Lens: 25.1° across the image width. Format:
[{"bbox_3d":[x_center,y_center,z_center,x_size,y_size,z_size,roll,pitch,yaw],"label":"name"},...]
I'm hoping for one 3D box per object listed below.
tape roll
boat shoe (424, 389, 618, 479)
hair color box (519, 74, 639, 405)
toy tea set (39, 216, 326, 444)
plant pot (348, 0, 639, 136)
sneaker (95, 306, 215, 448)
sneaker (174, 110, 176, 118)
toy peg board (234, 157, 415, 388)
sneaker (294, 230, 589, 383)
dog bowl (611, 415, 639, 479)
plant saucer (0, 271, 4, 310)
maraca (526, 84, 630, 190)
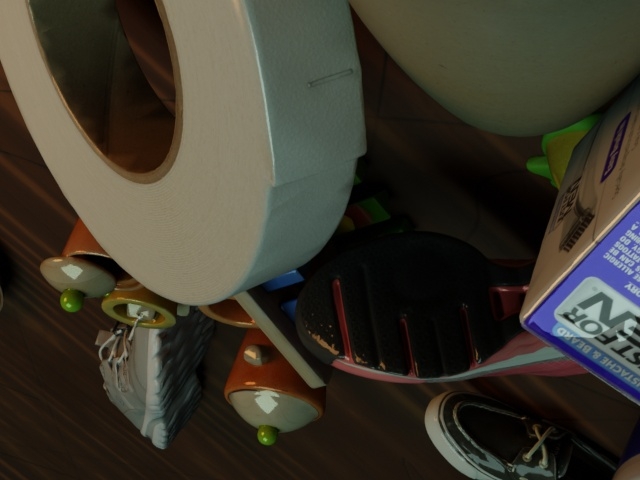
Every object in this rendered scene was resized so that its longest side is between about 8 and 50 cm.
[{"bbox_3d":[-0.116,-0.145,0.938,0.392,0.072,0.392,38,140,41],"label":"tape roll"},{"bbox_3d":[0.200,0.193,1.302,0.219,0.077,0.070,29,148,-11],"label":"boat shoe"},{"bbox_3d":[0.247,-0.083,0.711,0.110,0.185,0.339,35,129,-5],"label":"hair color box"},{"bbox_3d":[-0.096,0.085,1.267,0.336,0.124,0.200,21,154,-21],"label":"toy tea set"},{"bbox_3d":[0.111,-0.173,0.767,0.257,0.256,0.274,20,161,16],"label":"plant pot"},{"bbox_3d":[-0.186,0.121,1.478,0.115,0.105,0.281,29,145,10],"label":"sneaker"},{"bbox_3d":[-0.087,-0.044,1.231,0.077,0.072,0.178,10,152,14],"label":"sneaker"},{"bbox_3d":[0.000,0.000,1.137,0.079,0.160,0.161,-20,123,31],"label":"toy peg board"},{"bbox_3d":[0.140,0.067,1.074,0.314,0.115,0.136,-5,153,5],"label":"sneaker"},{"bbox_3d":[0.372,0.230,1.182,0.265,0.104,0.265,20,146,15],"label":"dog bowl"},{"bbox_3d":[-0.425,0.009,1.580,0.199,0.036,0.198,21,145,16],"label":"plant saucer"},{"bbox_3d":[0.205,-0.050,0.957,0.127,0.099,0.185,21,169,-4],"label":"maraca"}]
